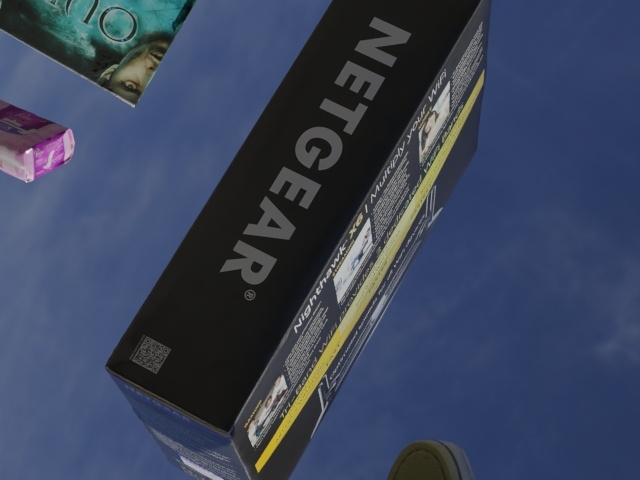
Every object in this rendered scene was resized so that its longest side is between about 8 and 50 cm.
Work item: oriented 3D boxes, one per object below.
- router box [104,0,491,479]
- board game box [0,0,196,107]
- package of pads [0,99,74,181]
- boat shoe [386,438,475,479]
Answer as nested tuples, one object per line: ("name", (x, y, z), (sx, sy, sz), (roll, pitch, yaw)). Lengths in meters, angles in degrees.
("router box", (0.000, 0.000, 0.892), (0.309, 0.081, 0.243), (-59, 167, -17))
("board game box", (-0.209, -0.214, 1.239), (0.126, 0.186, 0.026), (-59, -169, 6))
("package of pads", (-0.226, -0.075, 1.056), (0.083, 0.050, 0.032), (23, -53, 28))
("boat shoe", (0.131, 0.330, 1.369), (0.113, 0.103, 0.302), (1, -82, 49))
